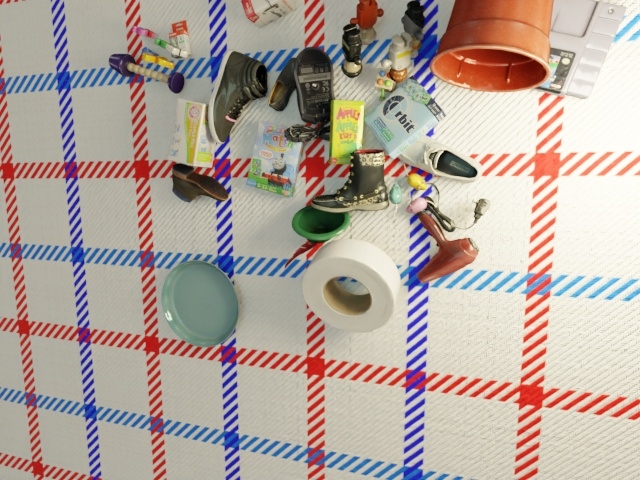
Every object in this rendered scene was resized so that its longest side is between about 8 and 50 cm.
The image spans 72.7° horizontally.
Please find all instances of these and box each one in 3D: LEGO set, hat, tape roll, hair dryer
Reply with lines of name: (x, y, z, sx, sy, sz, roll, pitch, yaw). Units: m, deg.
LEGO set: (-0.552, -0.628, 1.433, 0.227, 0.093, 0.087, 34, 116, 24)
hat: (0.000, 0.000, 1.386, 0.208, 0.173, 0.184, 16, 137, 26)
tape roll: (0.091, 0.138, 1.295, 0.286, 0.100, 0.286, 10, 125, 15)
hair dryer: (0.355, -0.009, 1.273, 0.223, 0.080, 0.294, 19, 98, 31)

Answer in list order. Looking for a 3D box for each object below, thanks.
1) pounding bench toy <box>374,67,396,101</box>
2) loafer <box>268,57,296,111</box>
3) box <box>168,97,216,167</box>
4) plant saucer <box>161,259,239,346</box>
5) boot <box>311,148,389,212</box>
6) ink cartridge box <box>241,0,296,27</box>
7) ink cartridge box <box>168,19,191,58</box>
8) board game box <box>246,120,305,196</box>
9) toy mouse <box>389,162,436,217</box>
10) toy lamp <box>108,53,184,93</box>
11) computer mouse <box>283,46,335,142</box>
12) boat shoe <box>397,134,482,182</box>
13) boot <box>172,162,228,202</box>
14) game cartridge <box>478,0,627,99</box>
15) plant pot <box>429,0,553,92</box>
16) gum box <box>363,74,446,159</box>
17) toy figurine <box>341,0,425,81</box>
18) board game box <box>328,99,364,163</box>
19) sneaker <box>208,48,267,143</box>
pounding bench toy: (0.186, -0.446, 1.254, 0.052, 0.065, 0.083, 17, 103, 15)
loafer: (-0.110, -0.485, 1.347, 0.062, 0.061, 0.170, 27, 104, 14)
box: (-0.413, -0.353, 1.437, 0.103, 0.114, 0.203, 16, 101, 15)
plant saucer: (-0.424, 0.223, 1.559, 0.317, 0.043, 0.318, 2, 98, 18)
boot: (0.085, -0.178, 1.290, 0.236, 0.085, 0.179, 0, 116, 10)
ink cartridge box: (-0.153, -0.710, 1.309, 0.135, 0.099, 0.056, -18, 92, 20)
ink cartridge box: (-0.473, -0.675, 1.455, 0.062, 0.029, 0.115, -4, 97, 19)
board game box: (-0.143, -0.262, 1.401, 0.160, 0.039, 0.212, 17, 102, 15)
toy mouse: (0.251, -0.124, 1.261, 0.161, 0.031, 0.143, 44, 99, 16)
toy lamp: (-0.599, -0.576, 1.488, 0.274, 0.080, 0.080, 23, 104, 11)
computer mouse: (-0.023, -0.434, 1.315, 0.188, 0.072, 0.272, -4, 102, -5)
boat shoe: (0.324, -0.231, 1.228, 0.267, 0.088, 0.096, 29, 106, 12)
boot: (-0.418, -0.171, 1.499, 0.219, 0.082, 0.106, 32, 128, 7)
game cartridge: (0.554, -0.519, 1.131, 0.355, 0.068, 0.230, 20, 99, 14)
plant pot: (0.420, -0.525, 1.021, 0.272, 0.272, 0.265, 12, 93, 16)
gum box: (0.235, -0.349, 1.236, 0.184, 0.041, 0.157, -40, 61, 19)
toy figurine: (0.168, -0.539, 1.178, 0.209, 0.148, 0.213, 15, 65, 11)
board game box: (0.076, -0.320, 1.292, 0.092, 0.043, 0.181, -1, 104, -10)
sneaker: (-0.256, -0.444, 1.376, 0.146, 0.104, 0.296, 18, 98, 20)
